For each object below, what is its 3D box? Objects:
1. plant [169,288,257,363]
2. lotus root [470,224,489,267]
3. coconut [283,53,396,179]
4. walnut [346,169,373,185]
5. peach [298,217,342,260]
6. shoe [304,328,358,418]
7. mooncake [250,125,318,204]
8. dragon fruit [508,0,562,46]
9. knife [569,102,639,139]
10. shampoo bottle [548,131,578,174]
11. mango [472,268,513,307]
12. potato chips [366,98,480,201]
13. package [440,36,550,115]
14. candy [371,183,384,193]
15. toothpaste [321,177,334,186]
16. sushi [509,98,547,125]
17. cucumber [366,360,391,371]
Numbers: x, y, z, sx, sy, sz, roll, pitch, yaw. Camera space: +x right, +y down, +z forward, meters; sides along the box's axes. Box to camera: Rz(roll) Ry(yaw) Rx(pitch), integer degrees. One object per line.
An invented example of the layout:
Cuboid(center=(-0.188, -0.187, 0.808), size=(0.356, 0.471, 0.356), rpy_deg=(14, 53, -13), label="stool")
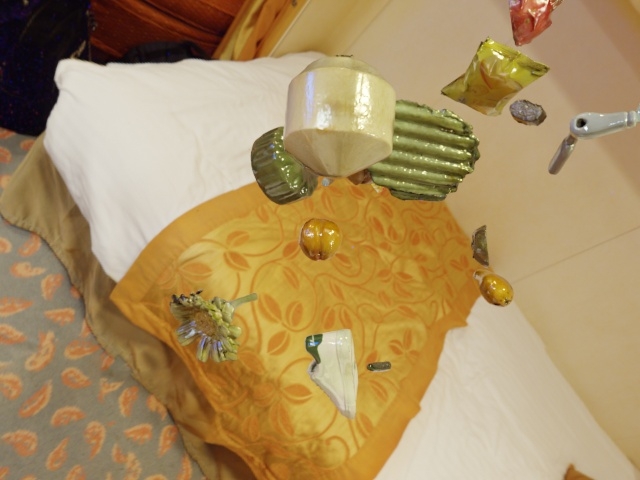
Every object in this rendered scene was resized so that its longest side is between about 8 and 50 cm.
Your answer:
Cuboid(center=(-0.348, 0.233, 1.409), size=(0.306, 0.261, 0.297), rpy_deg=(32, 70, 33), label="plant")
Cuboid(center=(0.731, 0.030, 1.993), size=(0.183, 0.078, 0.203), rpy_deg=(12, 74, -68), label="lotus root")
Cuboid(center=(0.052, -0.307, 1.149), size=(0.323, 0.323, 0.322), rpy_deg=(23, 49, -30), label="coconut")
Cuboid(center=(0.142, -0.355, 1.776), size=(0.209, 0.208, 0.336), rpy_deg=(3, 37, -41), label="walnut")
Cuboid(center=(0.000, 0.000, 1.370), size=(0.138, 0.138, 0.138), rpy_deg=(23, 49, -30), label="peach")
Cuboid(center=(0.027, 0.306, 0.995), size=(0.095, 0.110, 0.264), rpy_deg=(-79, 167, -58), label="shoe")
Cuboid(center=(-0.155, -0.340, 1.982), size=(0.351, 0.188, 0.350), rpy_deg=(31, 52, -51), label="mooncake")
Cuboid(center=(0.508, -0.537, 1.012), size=(0.153, 0.111, 0.152), rpy_deg=(3, 86, -53), label="dragon fruit")
Cuboid(center=(0.793, -0.311, 1.050), size=(0.044, 0.332, 0.079), rpy_deg=(29, 60, -53), label="knife")
Cuboid(center=(0.743, -0.275, 1.317), size=(0.040, 0.165, 0.079), rpy_deg=(24, 65, 17), label="shampoo bottle")
Cuboid(center=(0.543, 0.150, 1.365), size=(0.115, 0.090, 0.178), rpy_deg=(44, 8, -4), label="mango")
Cuboid(center=(0.341, -0.305, 1.551), size=(0.430, 0.358, 0.070), rpy_deg=(12, 30, -1), label="potato chips")
Cuboid(center=(0.388, -0.364, 0.990), size=(0.169, 0.226, 0.090), rpy_deg=(21, 75, -1), label="package")
Cuboid(center=(0.230, -0.257, 1.894), size=(0.062, 0.038, 0.122), rpy_deg=(52, 9, 37), label="candy")
Cuboid(center=(0.047, -0.266, 1.879), size=(0.036, 0.056, 0.205), rpy_deg=(43, 23, 1), label="toothpaste")
Cuboid(center=(0.888, -0.547, 1.861), size=(0.078, 0.090, 0.150), rpy_deg=(12, 19, -46), label="sushi")
Cuboid(center=(0.184, 0.403, 1.382), size=(0.133, 0.032, 0.032), rpy_deg=(18, 50, -53), label="cucumber")
